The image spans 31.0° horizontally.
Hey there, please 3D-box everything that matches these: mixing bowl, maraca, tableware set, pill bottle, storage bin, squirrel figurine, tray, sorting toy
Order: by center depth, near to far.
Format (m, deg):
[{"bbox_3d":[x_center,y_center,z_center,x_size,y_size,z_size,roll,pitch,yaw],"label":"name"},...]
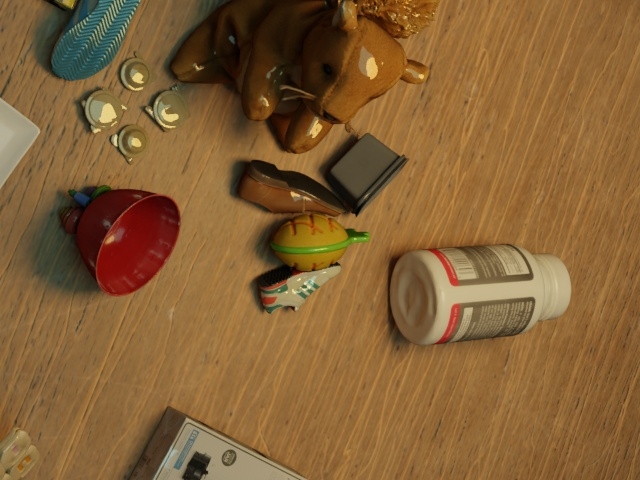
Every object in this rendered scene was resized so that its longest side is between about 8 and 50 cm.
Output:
[{"bbox_3d":[-0.571,-0.190,1.737,0.270,0.030,0.145,38,76,-26],"label":"tray"},{"bbox_3d":[-0.319,-0.014,1.834,0.181,0.098,0.181,-41,149,-32],"label":"mixing bowl"},{"bbox_3d":[-0.382,-0.059,1.848,0.042,0.061,0.102,32,66,17],"label":"sorting toy"},{"bbox_3d":[0.020,-0.335,1.851,0.281,0.370,0.397,40,76,-25],"label":"squirrel figurine"},{"bbox_3d":[-0.301,-0.215,1.889,0.168,0.020,0.141,-46,115,-19],"label":"tableware set"},{"bbox_3d":[0.000,0.000,2.013,0.186,0.127,0.099,-11,109,-35],"label":"maraca"},{"bbox_3d":[0.078,-0.122,2.071,0.091,0.098,0.135,43,73,4],"label":"storage bin"},{"bbox_3d":[0.305,0.096,2.158,0.319,0.176,0.176,-3,96,-28],"label":"pill bottle"}]

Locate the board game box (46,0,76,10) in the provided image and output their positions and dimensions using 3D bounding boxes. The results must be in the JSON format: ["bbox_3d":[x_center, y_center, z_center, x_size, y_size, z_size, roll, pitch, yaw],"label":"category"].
[{"bbox_3d":[-0.417,-0.463,1.786,0.141,0.048,0.170,27,81,-30],"label":"board game box"}]

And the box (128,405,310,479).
[{"bbox_3d":[-0.168,0.424,1.981,0.290,0.087,0.169,34,79,-27],"label":"box"}]

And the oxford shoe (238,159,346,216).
[{"bbox_3d":[-0.051,-0.076,2.022,0.212,0.076,0.076,18,116,-31],"label":"oxford shoe"}]

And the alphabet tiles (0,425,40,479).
[{"bbox_3d":[-0.527,0.405,1.707,0.021,0.278,0.284,34,67,14],"label":"alphabet tiles"}]

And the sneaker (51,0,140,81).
[{"bbox_3d":[-0.347,-0.352,1.817,0.087,0.092,0.228,31,99,-29],"label":"sneaker"}]

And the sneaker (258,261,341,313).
[{"bbox_3d":[-0.036,0.082,2.048,0.161,0.057,0.075,-18,120,-27],"label":"sneaker"}]
